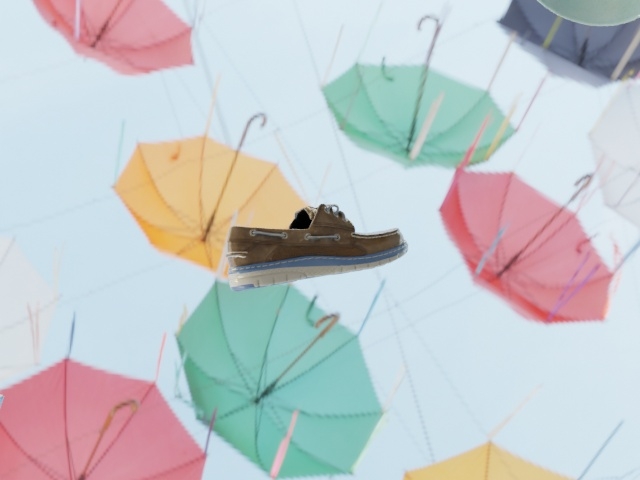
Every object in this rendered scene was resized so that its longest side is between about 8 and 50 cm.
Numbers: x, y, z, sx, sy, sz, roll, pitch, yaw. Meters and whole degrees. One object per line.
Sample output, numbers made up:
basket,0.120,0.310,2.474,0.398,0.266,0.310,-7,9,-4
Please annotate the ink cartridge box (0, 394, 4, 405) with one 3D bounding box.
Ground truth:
ink cartridge box,-0.386,0.210,1.255,0.028,0.048,0.083,21,-85,9

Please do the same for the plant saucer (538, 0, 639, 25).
plant saucer,0.262,-0.302,1.075,0.195,0.195,0.037,40,-129,14

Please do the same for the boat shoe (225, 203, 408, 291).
boat shoe,0.000,0.000,1.033,0.183,0.066,0.066,-10,-89,-31
